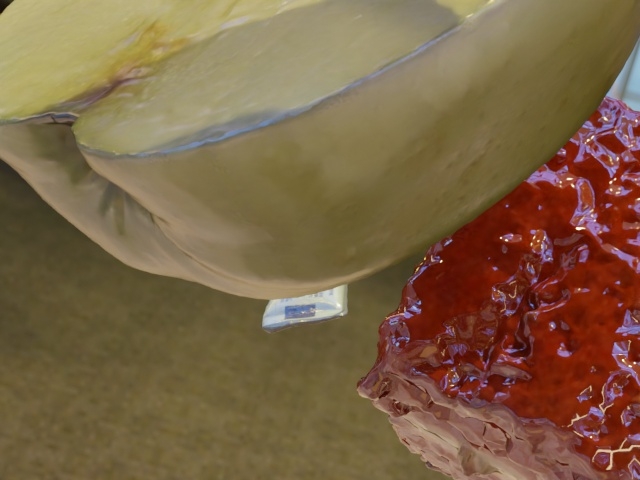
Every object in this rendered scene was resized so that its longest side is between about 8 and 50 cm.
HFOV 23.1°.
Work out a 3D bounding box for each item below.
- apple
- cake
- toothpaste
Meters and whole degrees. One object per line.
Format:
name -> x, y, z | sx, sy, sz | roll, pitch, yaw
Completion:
apple -> -0.010, -0.125, 0.827 | 0.311, 0.360, 0.320 | 40, -28, 9
cake -> 0.226, 0.092, 1.128 | 0.269, 0.270, 0.319 | 28, -12, 25
toothpaste -> 0.001, 0.000, 1.454 | 0.069, 0.047, 0.268 | 17, 32, -2
